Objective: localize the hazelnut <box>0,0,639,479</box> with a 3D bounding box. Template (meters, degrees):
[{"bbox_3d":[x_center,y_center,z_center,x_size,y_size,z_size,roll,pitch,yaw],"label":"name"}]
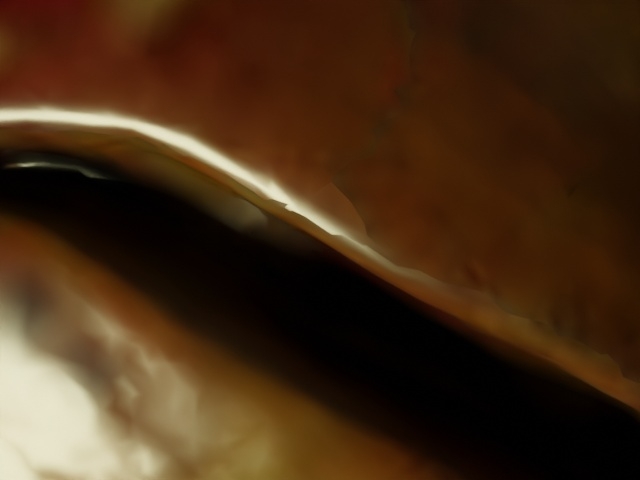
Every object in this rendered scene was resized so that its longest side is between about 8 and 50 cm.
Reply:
[{"bbox_3d":[0.000,0.000,0.529,0.429,0.402,0.402,94,153,-72],"label":"hazelnut"}]
